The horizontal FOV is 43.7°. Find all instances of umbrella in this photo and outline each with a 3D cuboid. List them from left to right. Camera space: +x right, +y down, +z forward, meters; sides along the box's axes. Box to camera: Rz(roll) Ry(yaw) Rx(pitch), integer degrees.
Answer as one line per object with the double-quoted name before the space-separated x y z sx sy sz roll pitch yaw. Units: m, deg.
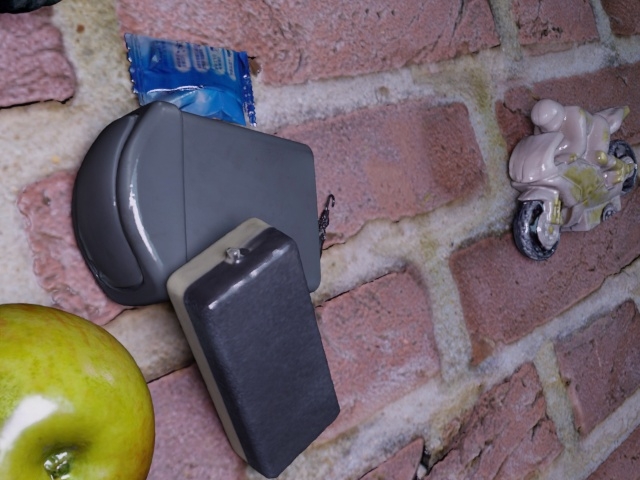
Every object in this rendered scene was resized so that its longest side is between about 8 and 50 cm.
"umbrella" -0.001 -0.002 0.908 0.022 0.013 0.122 52 46 -51

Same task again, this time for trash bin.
"trash bin" -0.110 -0.028 0.752 0.236 0.101 0.177 5 76 -45

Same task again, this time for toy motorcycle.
"toy motorcycle" 0.391 -0.122 1.242 0.340 0.107 0.223 -28 106 -36

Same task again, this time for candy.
"candy" -0.128 -0.161 0.805 0.136 0.038 0.088 0 78 -34

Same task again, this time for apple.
"apple" -0.211 0.138 0.565 0.195 0.196 0.196 11 73 -42

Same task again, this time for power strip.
"power strip" -0.054 0.098 0.718 0.105 0.070 0.257 -40 138 -28

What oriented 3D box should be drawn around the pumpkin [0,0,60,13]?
"pumpkin" -0.264 -0.279 0.631 0.202 0.140 0.202 8 79 -42
